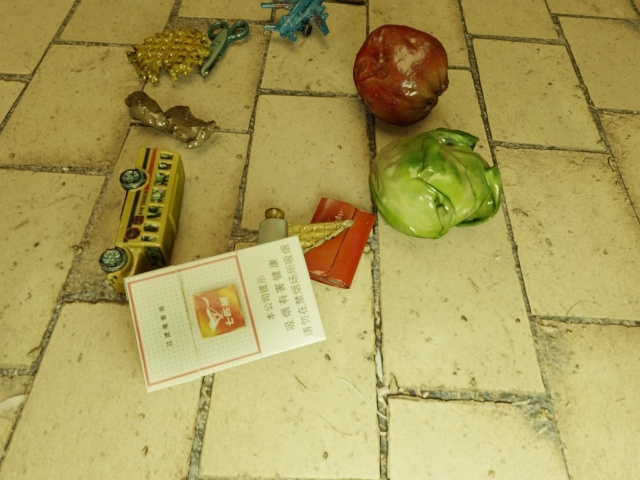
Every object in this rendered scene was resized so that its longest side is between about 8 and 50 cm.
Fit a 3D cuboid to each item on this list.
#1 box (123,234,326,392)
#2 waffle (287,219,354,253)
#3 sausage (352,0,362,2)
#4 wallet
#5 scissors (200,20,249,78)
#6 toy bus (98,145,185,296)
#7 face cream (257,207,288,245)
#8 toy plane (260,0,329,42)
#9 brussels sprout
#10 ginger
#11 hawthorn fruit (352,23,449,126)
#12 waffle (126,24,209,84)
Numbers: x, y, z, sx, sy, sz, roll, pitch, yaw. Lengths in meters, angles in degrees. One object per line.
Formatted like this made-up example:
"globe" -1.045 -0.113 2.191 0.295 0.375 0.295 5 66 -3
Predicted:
"box" -0.176 0.135 0.780 0.331 0.095 0.210 -14 79 -8
"waffle" 0.000 0.000 0.888 0.153 0.023 0.097 -4 58 4
"sausage" 0.018 -0.908 1.452 0.301 0.065 0.065 19 61 11
"wallet" 0.032 0.001 0.928 0.142 0.045 0.204 19 60 10
"scissors" -0.316 -0.601 1.267 0.138 0.041 0.289 8 59 9
"toy bus" -0.381 -0.047 0.899 0.123 0.121 0.335 3 58 -9
"face cream" -0.106 0.012 0.912 0.072 0.051 0.182 -3 60 3
"toy plane" -0.058 -0.743 1.326 0.254 0.105 0.271 31 62 14
"brussels sprout" 0.251 -0.127 0.916 0.294 0.227 0.259 35 49 25
"ginger" -0.411 -0.333 1.082 0.290 0.084 0.122 26 69 13
"hawthorn fruit" 0.214 -0.443 1.089 0.262 0.258 0.258 43 63 -11
"waffle" -0.450 -0.563 1.220 0.232 0.051 0.229 -42 61 -14
